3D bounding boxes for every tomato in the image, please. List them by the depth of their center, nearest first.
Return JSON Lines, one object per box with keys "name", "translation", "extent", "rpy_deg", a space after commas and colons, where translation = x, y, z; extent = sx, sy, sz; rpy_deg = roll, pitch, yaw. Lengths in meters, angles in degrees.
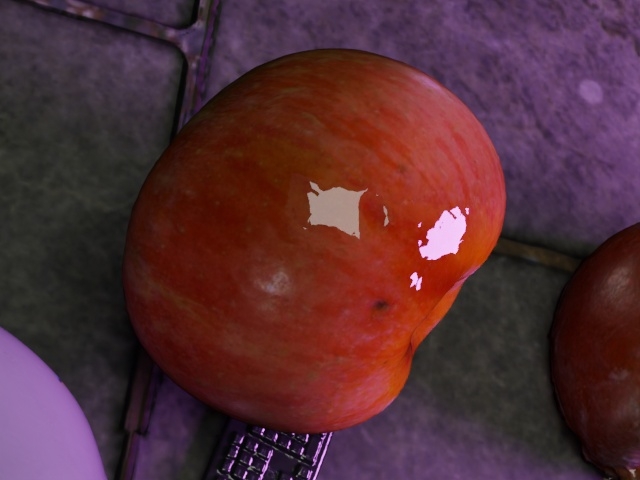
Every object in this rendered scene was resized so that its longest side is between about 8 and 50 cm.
{"name": "tomato", "translation": [0.262, 0.064, 0.877], "extent": [0.214, 0.155, 0.180], "rpy_deg": [6, 64, -18]}

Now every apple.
{"name": "apple", "translation": [0.000, 0.000, 0.770], "extent": [0.164, 0.209, 0.209], "rpy_deg": [29, 60, 14]}

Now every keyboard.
{"name": "keyboard", "translation": [-0.048, 0.167, 0.791], "extent": [0.064, 0.010, 0.198], "rpy_deg": [28, 62, -11]}

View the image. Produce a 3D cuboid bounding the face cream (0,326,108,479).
{"name": "face cream", "translation": [-0.217, 0.158, 0.601], "extent": [0.357, 0.219, 0.312], "rpy_deg": [20, 53, -6]}
